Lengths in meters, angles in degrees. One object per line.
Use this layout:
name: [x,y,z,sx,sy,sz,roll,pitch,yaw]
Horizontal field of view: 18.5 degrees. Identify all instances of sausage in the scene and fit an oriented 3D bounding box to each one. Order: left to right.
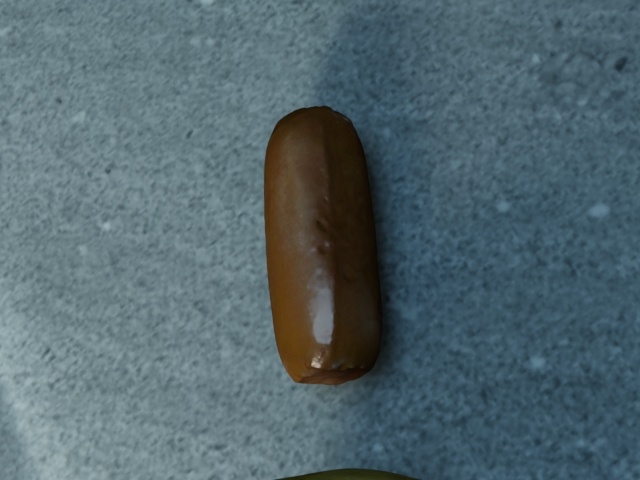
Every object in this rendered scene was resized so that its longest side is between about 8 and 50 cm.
sausage: [0.000,0.000,1.291,0.076,0.076,0.197,-15,62,23]

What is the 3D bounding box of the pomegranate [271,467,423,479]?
pomegranate: [0.005,0.240,1.113,0.233,0.233,0.233,-11,66,25]
